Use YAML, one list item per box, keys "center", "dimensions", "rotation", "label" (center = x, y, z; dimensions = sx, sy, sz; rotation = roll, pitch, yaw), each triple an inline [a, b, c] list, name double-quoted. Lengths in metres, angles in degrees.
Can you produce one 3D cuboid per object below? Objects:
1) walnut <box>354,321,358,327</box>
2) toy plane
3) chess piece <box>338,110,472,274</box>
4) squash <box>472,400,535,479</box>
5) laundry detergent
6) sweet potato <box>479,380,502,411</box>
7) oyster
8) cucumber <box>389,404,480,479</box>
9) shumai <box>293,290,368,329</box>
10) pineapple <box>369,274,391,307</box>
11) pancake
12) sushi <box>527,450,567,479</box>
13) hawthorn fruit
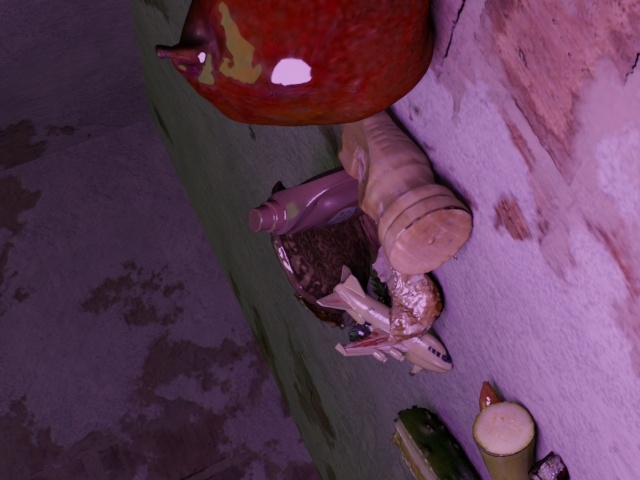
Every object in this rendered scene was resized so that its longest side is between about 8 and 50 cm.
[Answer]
- center: [0.107, 0.182, 2.053]
  dimensions: [0.079, 0.083, 0.096]
  rotation: [-31, -72, -73]
  label: "walnut"
- center: [0.119, 0.152, 1.800]
  dimensions: [0.256, 0.242, 0.104]
  rotation: [43, 131, -3]
  label: "toy plane"
- center: [0.105, -0.096, 1.536]
  dimensions: [0.137, 0.137, 0.300]
  rotation: [84, 164, -49]
  label: "chess piece"
- center: [0.293, 0.353, 1.584]
  dimensions: [0.094, 0.094, 0.224]
  rotation: [53, 165, 47]
  label: "squash"
- center: [0.002, -0.075, 1.709]
  dimensions: [0.171, 0.237, 0.076]
  rotation: [-40, 70, 48]
  label: "laundry detergent"
- center: [0.277, 0.313, 1.644]
  dimensions: [0.055, 0.058, 0.202]
  rotation: [-95, -8, -55]
  label: "sweet potato"
- center: [0.142, 0.058, 1.719]
  dimensions: [0.161, 0.107, 0.232]
  rotation: [72, -172, -61]
  label: "oyster"
- center: [0.245, 0.449, 1.886]
  dimensions: [0.145, 0.105, 0.325]
  rotation: [92, 155, -47]
  label: "cucumber"
- center: [0.021, 0.123, 2.163]
  dimensions: [0.184, 0.142, 0.184]
  rotation: [160, 90, -74]
  label: "shumai"
- center: [0.129, 0.119, 1.956]
  dimensions: [0.058, 0.058, 0.124]
  rotation: [126, 135, -75]
  label: "pineapple"
- center: [0.000, 0.000, 1.866]
  dimensions: [0.286, 0.033, 0.288]
  rotation: [50, -145, -25]
  label: "pancake"
- center: [0.340, 0.341, 1.504]
  dimensions: [0.046, 0.044, 0.083]
  rotation: [43, 163, 10]
  label: "sushi"
- center: [-0.012, -0.275, 1.306]
  dimensions: [0.308, 0.324, 0.308]
  rotation: [43, -178, -1]
  label: "hawthorn fruit"
